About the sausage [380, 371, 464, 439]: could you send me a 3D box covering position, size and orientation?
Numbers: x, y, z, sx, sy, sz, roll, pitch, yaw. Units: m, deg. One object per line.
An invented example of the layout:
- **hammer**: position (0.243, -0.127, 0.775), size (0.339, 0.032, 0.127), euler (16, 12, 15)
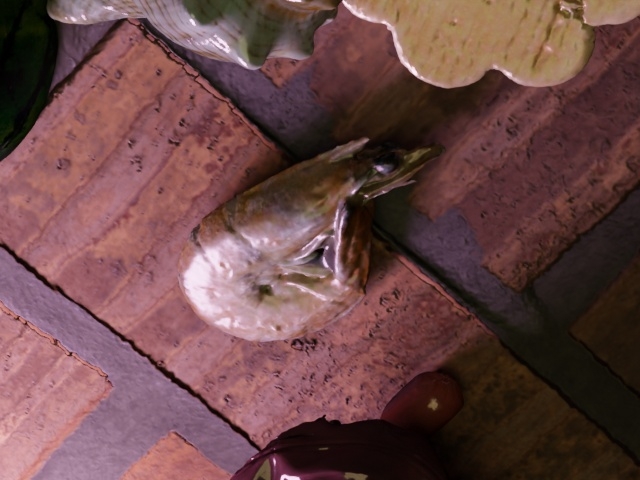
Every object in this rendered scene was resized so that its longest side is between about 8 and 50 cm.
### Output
- **sausage**: position (0.100, 0.169, 1.883), size (0.054, 0.059, 0.094), euler (46, 119, 1)

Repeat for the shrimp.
- **shrimp**: position (0.000, 0.000, 1.818), size (0.317, 0.077, 0.168), euler (-29, 118, 25)

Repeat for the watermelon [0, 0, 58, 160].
- **watermelon**: position (-0.347, -0.143, 1.807), size (0.129, 0.123, 0.301), euler (51, 118, 20)

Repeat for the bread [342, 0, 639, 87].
- **bread**: position (0.153, -0.280, 1.659), size (0.316, 0.054, 0.316), euler (4, 115, 8)

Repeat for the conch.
- **conch**: position (-0.105, -0.246, 1.635), size (0.386, 0.169, 0.203), euler (-3, 94, 22)

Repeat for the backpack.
- **backpack**: position (0.039, 0.303, 1.875), size (0.283, 0.197, 0.317), euler (-19, 123, 21)
